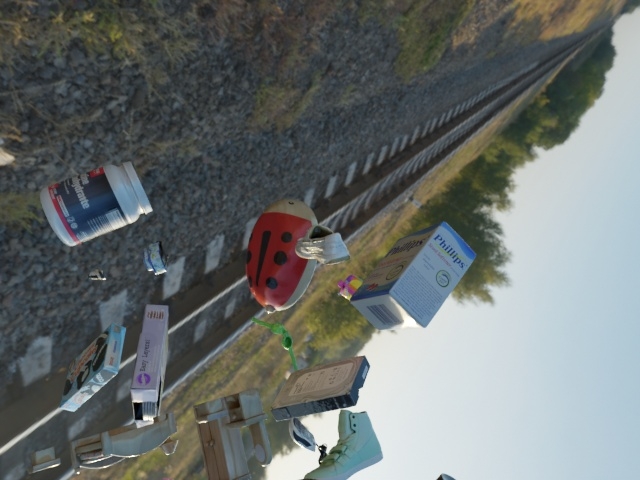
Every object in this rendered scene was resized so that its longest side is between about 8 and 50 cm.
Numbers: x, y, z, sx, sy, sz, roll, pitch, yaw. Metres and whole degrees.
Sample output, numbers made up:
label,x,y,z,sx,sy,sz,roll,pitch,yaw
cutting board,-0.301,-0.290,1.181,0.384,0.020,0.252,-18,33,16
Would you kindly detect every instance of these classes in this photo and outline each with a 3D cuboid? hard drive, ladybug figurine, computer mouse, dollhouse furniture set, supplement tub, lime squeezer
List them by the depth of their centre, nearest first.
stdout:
label,x,y,z,sx,sy,sz,roll,pitch,yaw
dollhouse furniture set,-0.316,0.428,0.928,0.355,0.174,0.303,-3,160,-43
supplement tub,-0.678,-0.116,1.489,0.272,0.191,0.191,-25,163,-17
computer mouse,-0.044,0.634,1.543,0.042,0.193,0.106,-39,-165,8
hard drive,0.001,0.542,1.805,0.338,0.064,0.237,-21,-167,26
ladybug figurine,-0.160,0.044,1.834,0.161,0.304,0.450,28,64,-53
lime squeezer,-0.171,0.418,2.044,0.110,0.310,0.058,-46,167,17

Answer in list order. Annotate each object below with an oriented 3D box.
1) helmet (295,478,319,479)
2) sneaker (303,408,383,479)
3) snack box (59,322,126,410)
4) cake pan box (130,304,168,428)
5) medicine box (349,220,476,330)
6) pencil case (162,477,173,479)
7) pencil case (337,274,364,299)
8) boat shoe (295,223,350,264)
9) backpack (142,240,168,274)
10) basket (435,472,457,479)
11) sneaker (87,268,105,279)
label,x,y,z,sx,sy,sz,roll,pitch,yaw
helmet,-0.024,0.566,0.980,0.169,0.169,0.162,-19,110,-72
sneaker,0.039,0.509,1.214,0.255,0.151,0.094,-4,161,-44
snack box,-0.824,0.460,1.767,0.322,0.060,0.187,-40,-141,26
cake pan box,-0.462,0.351,1.333,0.267,0.070,0.246,-98,-164,-44
medicine box,0.268,0.114,1.453,0.289,0.149,0.263,-49,-172,-23
pencil case,-0.303,0.571,0.924,0.209,0.095,0.098,-106,-144,-50
pencil case,0.174,0.224,1.811,0.104,0.236,0.105,-40,152,-27
boat shoe,0.000,0.000,1.374,0.098,0.096,0.277,-15,-170,-23
backpack,-0.651,0.076,1.931,0.084,0.114,0.105,-19,132,-8
basket,0.350,0.829,1.451,0.227,0.154,0.204,-57,-145,1
sneaker,-0.862,0.138,1.882,0.043,0.040,0.109,-23,-164,-39
